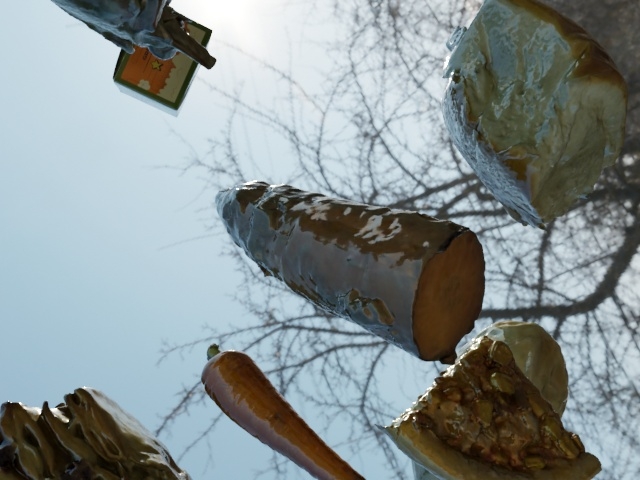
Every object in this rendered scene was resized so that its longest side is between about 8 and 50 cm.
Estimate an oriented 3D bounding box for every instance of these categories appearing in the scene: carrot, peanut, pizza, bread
[{"bbox_3d":[-0.036,0.190,0.715,0.256,0.061,0.061,38,-165,29],"label":"carrot"},{"bbox_3d":[0.000,0.000,0.543,0.263,0.102,0.102,23,180,40],"label":"carrot"},{"bbox_3d":[0.197,0.212,0.856,0.152,0.313,0.152,4,-135,-4],"label":"peanut"},{"bbox_3d":[0.133,0.130,0.540,0.178,0.041,0.131,25,-126,-7],"label":"pizza"},{"bbox_3d":[0.285,-0.192,1.001,0.279,0.225,0.250,55,-173,33],"label":"bread"},{"bbox_3d":[-0.282,0.353,0.991,0.370,0.191,0.314,34,160,14],"label":"bread"}]

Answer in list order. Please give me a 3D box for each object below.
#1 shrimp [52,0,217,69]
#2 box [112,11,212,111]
[{"bbox_3d":[-0.145,-0.230,0.540,0.077,0.168,0.317,70,-168,21],"label":"shrimp"},{"bbox_3d":[-0.324,-0.367,1.469,0.148,0.178,0.195,25,-179,-13],"label":"box"}]
